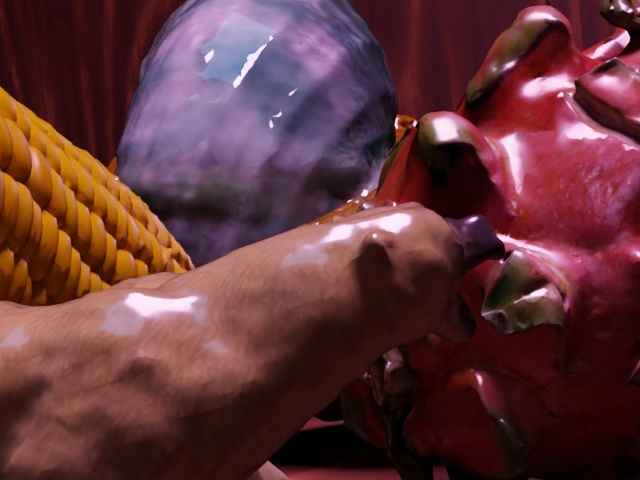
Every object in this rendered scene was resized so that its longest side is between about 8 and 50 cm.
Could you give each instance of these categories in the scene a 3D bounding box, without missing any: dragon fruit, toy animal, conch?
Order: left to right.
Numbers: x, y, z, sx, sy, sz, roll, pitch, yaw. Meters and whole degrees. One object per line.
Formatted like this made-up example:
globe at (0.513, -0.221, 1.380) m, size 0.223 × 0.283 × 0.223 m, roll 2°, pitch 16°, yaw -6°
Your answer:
toy animal at (-0.065, 0.048, 0.449) m, size 0.219 × 0.101 × 0.103 m, roll -4°, pitch 0°, yaw 13°
conch at (-0.016, -0.019, 0.959) m, size 0.277 × 0.195 × 0.220 m, roll 41°, pitch 16°, yaw 27°
dragon fruit at (0.089, -0.014, 0.621) m, size 0.135 × 0.236 × 0.137 m, roll 27°, pitch -32°, yaw -1°

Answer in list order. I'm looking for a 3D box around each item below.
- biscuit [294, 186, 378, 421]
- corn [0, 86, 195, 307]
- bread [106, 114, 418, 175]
biscuit at (0.067, 0.017, 0.784) m, size 0.226 × 0.042 × 0.226 m, roll -11°, pitch -26°, yaw -5°
corn at (-0.143, 0.005, 0.619) m, size 0.144 × 0.144 × 0.387 m, roll -3°, pitch -18°, yaw 16°
bread at (0.000, 0.000, 1.178) m, size 0.288 × 0.156 × 0.204 m, roll -3°, pitch 3°, yaw -26°
